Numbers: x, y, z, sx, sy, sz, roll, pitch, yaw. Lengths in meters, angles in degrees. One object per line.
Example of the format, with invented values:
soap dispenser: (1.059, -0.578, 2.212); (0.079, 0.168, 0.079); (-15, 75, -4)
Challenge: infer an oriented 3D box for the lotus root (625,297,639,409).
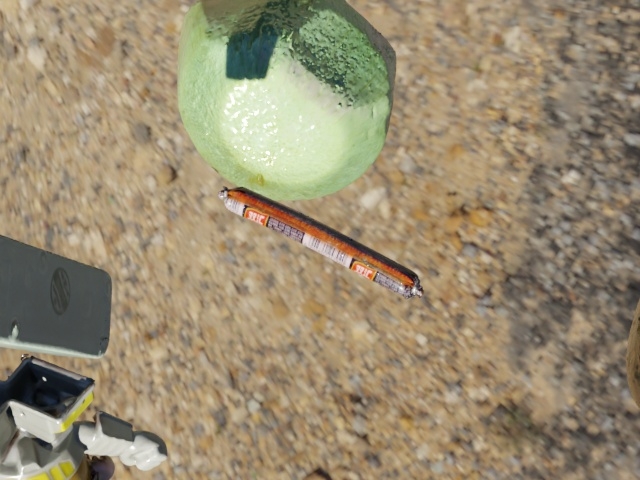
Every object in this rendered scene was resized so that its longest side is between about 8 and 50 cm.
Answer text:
lotus root: (0.365, 0.053, 1.247); (0.183, 0.182, 0.310); (49, 45, -19)

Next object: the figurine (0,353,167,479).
figurine: (-0.333, 0.271, 1.722); (0.308, 0.143, 0.308); (-1, 136, -1)

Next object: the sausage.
sausage: (0.000, 0.000, 1.236); (0.198, 0.025, 0.028); (26, 122, 13)

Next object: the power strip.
power strip: (-0.274, 0.050, 1.301); (0.062, 0.385, 0.091); (0, 82, 13)

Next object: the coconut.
coconut: (-0.049, -0.211, 1.954); (0.328, 0.328, 0.281); (6, 121, -15)
